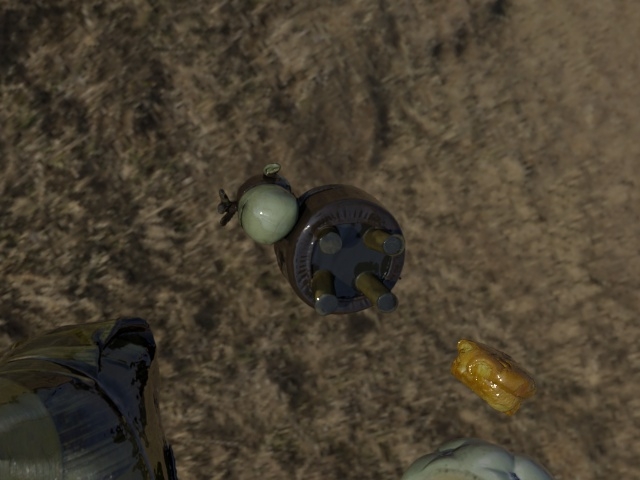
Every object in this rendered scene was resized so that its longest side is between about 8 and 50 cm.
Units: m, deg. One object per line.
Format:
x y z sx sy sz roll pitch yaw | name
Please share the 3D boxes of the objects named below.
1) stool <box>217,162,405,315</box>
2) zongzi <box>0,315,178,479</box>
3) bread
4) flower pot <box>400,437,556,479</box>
0.000 0.000 1.105 0.217 0.125 0.121 31 10 -18 | stool
-0.209 0.228 0.821 0.317 0.154 0.289 -35 114 -73 | zongzi
0.160 0.126 1.029 0.081 0.046 0.083 31 7 -16 | bread
0.196 0.368 1.381 0.195 0.246 0.246 34 48 -54 | flower pot
